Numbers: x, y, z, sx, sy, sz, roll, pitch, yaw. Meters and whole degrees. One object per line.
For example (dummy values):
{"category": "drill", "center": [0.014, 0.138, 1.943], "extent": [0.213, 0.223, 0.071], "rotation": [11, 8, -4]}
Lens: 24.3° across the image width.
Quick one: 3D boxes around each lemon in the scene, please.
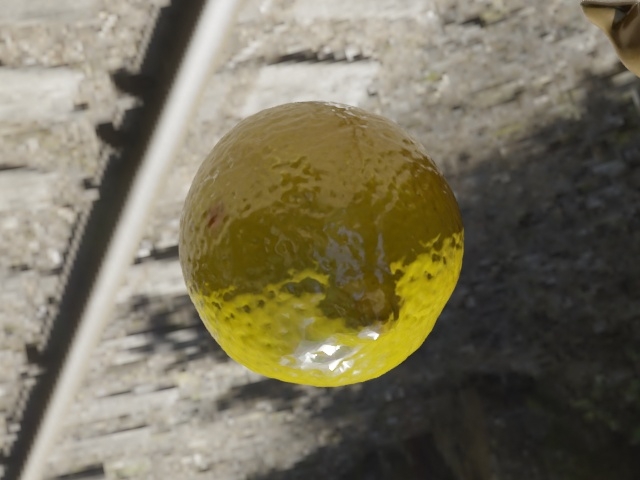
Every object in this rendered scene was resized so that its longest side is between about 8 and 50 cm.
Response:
{"category": "lemon", "center": [0.000, 0.002, 1.188], "extent": [0.229, 0.228, 0.253], "rotation": [-16, -162, 4]}

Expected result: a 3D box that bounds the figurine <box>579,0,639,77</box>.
{"category": "figurine", "center": [0.375, -0.175, 1.356], "extent": [0.177, 0.247, 0.173], "rotation": [-31, 173, 6]}
